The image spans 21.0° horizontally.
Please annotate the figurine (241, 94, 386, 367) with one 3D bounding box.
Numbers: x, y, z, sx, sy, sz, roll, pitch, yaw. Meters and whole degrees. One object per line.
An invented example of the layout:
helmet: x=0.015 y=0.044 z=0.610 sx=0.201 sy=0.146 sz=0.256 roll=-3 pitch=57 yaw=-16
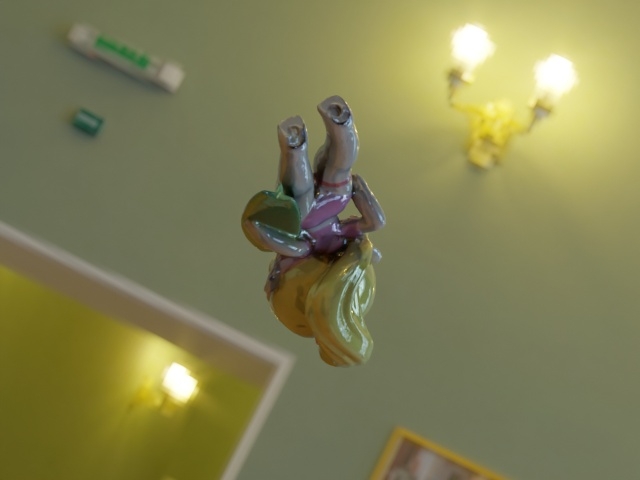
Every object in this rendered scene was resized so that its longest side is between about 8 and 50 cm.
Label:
figurine: x=0.000 y=0.000 z=0.937 sx=0.083 sy=0.083 sz=0.187 roll=23 pitch=-35 yaw=16
